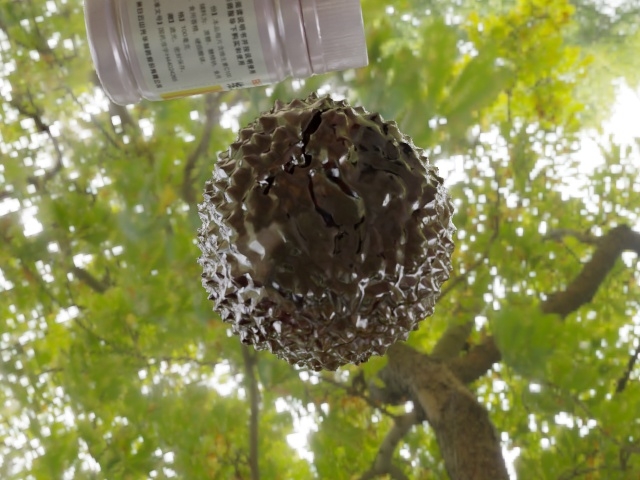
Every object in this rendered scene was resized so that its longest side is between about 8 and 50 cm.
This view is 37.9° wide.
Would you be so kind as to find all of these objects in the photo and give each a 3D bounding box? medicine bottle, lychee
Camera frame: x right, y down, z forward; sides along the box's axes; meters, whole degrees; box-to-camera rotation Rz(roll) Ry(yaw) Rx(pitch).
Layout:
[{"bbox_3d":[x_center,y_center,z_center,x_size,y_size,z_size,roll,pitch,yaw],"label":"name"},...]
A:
[{"bbox_3d":[-0.085,-0.210,0.887,0.250,0.133,0.133,-9,-149,3],"label":"medicine bottle"},{"bbox_3d":[0.000,0.000,0.630,0.188,0.188,0.188,-7,-149,4],"label":"lychee"}]
